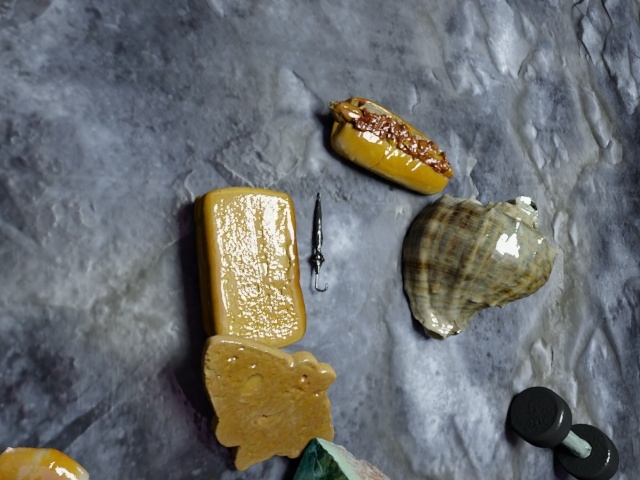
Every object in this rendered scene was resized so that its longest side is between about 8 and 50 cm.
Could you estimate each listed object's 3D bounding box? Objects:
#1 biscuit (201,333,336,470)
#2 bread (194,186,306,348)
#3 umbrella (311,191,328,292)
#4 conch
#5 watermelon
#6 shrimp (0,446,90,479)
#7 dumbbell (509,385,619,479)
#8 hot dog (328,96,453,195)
[{"bbox_3d":[-0.059,0.191,0.491,0.162,0.035,0.250,-39,124,-12],"label":"biscuit"},{"bbox_3d":[-0.088,0.035,0.508,0.116,0.077,0.200,-5,87,-31],"label":"bread"},{"bbox_3d":[-0.005,0.000,0.595,0.022,0.022,0.148,-3,76,-6],"label":"umbrella"},{"bbox_3d":[0.266,0.024,0.660,0.210,0.159,0.291,45,66,-17],"label":"conch"},{"bbox_3d":[0.069,0.368,0.539,0.241,0.094,0.154,26,91,-29],"label":"watermelon"},{"bbox_3d":[-0.282,0.307,0.361,0.150,0.068,0.248,2,85,-17],"label":"shrimp"},{"bbox_3d":[0.435,0.348,0.741,0.191,0.100,0.100,39,66,-20],"label":"dumbbell"},{"bbox_3d":[0.115,-0.146,0.649,0.249,0.076,0.102,23,76,-26],"label":"hot dog"}]
